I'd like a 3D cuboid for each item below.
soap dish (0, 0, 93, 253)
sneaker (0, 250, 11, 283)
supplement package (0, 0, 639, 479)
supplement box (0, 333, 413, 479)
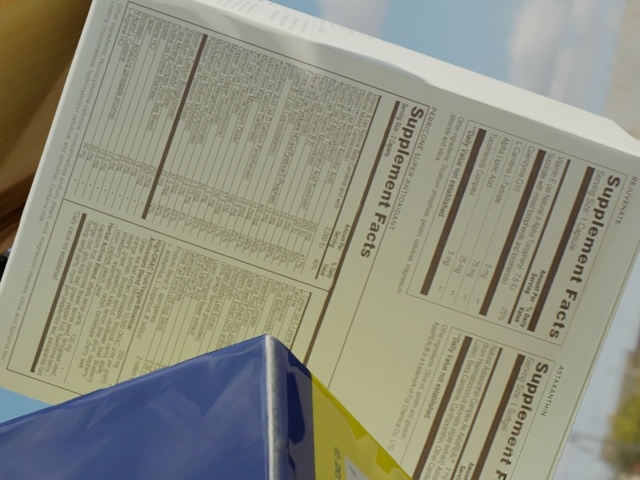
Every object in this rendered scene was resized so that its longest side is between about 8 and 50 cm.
[{"bbox_3d":[-0.187,-0.092,1.020,0.291,0.118,0.229,-37,-30,-41],"label":"soap dish"},{"bbox_3d":[-0.214,0.022,1.148,0.067,0.188,0.078,-52,-38,-59],"label":"sneaker"},{"bbox_3d":[0.000,0.000,0.959,0.199,0.263,0.198,-81,11,-81],"label":"supplement package"},{"bbox_3d":[-0.014,0.227,0.760,0.356,0.194,0.195,49,-151,-44],"label":"supplement box"}]
